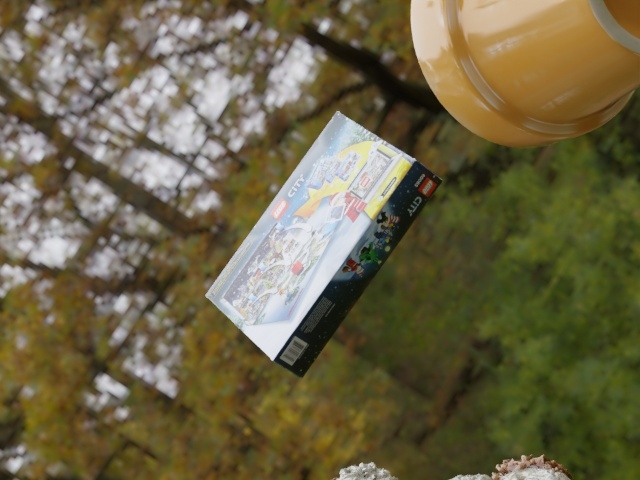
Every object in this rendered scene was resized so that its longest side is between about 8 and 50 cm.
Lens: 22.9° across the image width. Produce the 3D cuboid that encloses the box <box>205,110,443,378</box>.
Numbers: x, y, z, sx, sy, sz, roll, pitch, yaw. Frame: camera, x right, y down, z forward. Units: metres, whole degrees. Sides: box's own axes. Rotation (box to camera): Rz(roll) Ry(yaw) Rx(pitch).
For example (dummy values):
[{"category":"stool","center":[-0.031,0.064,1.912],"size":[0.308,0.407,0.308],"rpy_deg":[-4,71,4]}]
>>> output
[{"category":"box","center":[0.000,0.000,1.545],"size":[0.044,0.159,0.233],"rpy_deg":[34,-88,-35]}]

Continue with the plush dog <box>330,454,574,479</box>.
[{"category":"plush dog","center":[0.103,0.251,1.156],"size":[0.225,0.211,0.262],"rpy_deg":[-35,2,13]}]

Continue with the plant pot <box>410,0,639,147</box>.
[{"category":"plant pot","center":[0.204,-0.186,1.244],"size":[0.205,0.205,0.188],"rpy_deg":[-54,18,-20]}]
